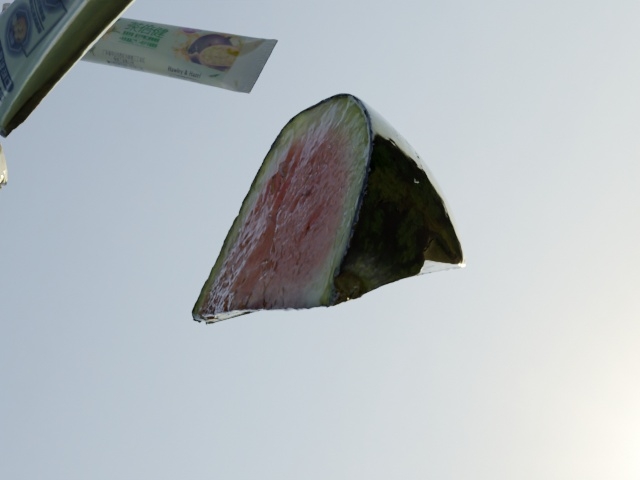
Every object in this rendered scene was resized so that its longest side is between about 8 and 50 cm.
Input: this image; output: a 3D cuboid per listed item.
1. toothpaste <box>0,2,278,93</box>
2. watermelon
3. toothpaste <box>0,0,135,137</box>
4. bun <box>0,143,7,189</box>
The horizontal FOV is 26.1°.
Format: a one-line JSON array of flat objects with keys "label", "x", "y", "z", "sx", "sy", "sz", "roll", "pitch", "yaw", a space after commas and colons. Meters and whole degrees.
[{"label": "toothpaste", "x": -0.201, "y": -0.206, "z": 1.462, "sx": 0.056, "sy": 0.314, "sz": 0.058, "roll": -12, "pitch": -68, "yaw": -68}, {"label": "watermelon", "x": 0.013, "y": 0.000, "z": 0.507, "sx": 0.087, "sy": 0.069, "sz": 0.163, "roll": -68, "pitch": 17, "yaw": -11}, {"label": "toothpaste", "x": -0.095, "y": -0.138, "z": 0.662, "sx": 0.239, "sy": 0.062, "sz": 0.039, "roll": -38, "pitch": -27, "yaw": 30}, {"label": "bun", "x": -0.366, "y": -0.053, "z": 1.005, "sx": 0.259, "sy": 0.259, "sz": 0.152, "roll": -37, "pitch": -74, "yaw": -48}]
